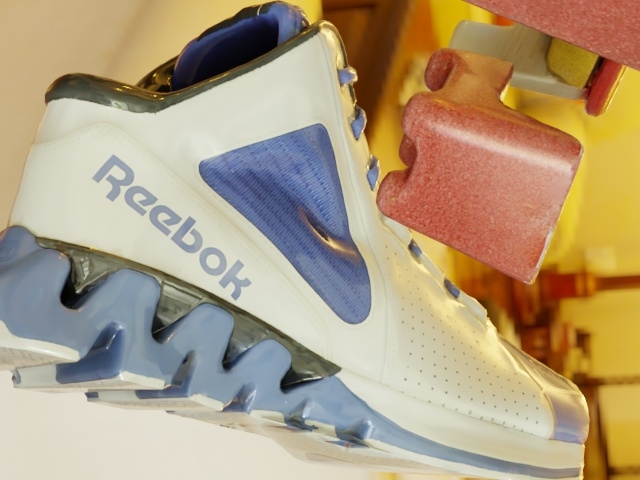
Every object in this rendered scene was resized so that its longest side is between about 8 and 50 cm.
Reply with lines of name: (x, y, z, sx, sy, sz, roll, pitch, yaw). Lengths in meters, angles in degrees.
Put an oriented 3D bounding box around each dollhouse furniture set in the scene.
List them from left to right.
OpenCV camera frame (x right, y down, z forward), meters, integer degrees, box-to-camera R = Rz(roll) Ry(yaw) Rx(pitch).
dollhouse furniture set: (0.123, -0.096, 0.573, 0.374, 0.152, 0.201, 100, 11, -67)

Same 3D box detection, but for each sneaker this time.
sneaker: (-0.001, 0.000, 0.786, 0.315, 0.127, 0.182, 20, 76, -34)
